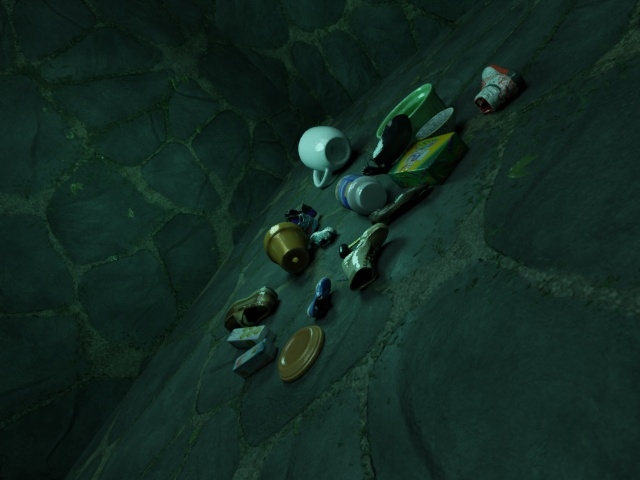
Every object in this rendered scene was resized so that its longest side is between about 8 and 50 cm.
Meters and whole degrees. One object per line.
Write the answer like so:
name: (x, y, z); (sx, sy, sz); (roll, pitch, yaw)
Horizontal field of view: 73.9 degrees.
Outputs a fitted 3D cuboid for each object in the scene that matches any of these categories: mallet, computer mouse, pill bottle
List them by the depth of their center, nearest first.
mallet: (0.144, -0.007, 1.591); (0.189, 0.039, 0.062); (-41, 22, 12)
computer mouse: (0.286, -0.355, 1.654); (0.072, 0.188, 0.272); (57, 143, 36)
pill bottle: (0.165, -0.185, 1.711); (0.152, 0.152, 0.272); (-49, 17, -1)

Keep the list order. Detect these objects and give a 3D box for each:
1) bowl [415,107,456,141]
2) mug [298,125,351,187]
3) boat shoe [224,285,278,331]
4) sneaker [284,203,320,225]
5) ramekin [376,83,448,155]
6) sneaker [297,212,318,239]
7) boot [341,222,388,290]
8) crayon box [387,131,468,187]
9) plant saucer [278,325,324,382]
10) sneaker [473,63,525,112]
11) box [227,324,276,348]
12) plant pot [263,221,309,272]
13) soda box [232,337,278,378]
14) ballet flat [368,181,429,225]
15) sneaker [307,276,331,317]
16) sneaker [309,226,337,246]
bowl: (0.452, -0.413, 1.610); (0.170, 0.080, 0.170); (-40, 18, 15)
mug: (0.034, -0.503, 2.582); (0.328, 0.276, 0.374); (-145, 65, -66)
boat shoe: (-0.323, 0.322, 1.879); (0.324, 0.122, 0.120); (-39, 23, 30)
sneaker: (-0.146, -0.092, 2.276); (0.293, 0.146, 0.102); (-40, 19, 25)
ramekin: (0.400, -0.503, 1.818); (0.303, 0.148, 0.303); (-43, 18, 18)
sneaker: (-0.124, -0.027, 2.119); (0.104, 0.125, 0.262); (-19, 34, 59)
boot: (0.155, 0.053, 1.363); (0.213, 0.077, 0.165); (-50, 16, 13)
crayon box: (0.376, -0.281, 1.521); (0.165, 0.081, 0.278); (-51, 17, -9)
plant saucer: (-0.068, 0.349, 1.342); (0.200, 0.037, 0.200); (-44, 18, 18)
sneaker: (0.597, -0.538, 1.514); (0.145, 0.090, 0.270); (-42, 21, 14)
box: (-0.285, 0.395, 1.724); (0.324, 0.063, 0.067); (-22, 31, 56)
plant pot: (-0.138, 0.047, 1.918); (0.205, 0.205, 0.188); (-46, 33, 8)
soda box: (-0.237, 0.429, 1.537); (0.183, 0.063, 0.058); (-39, 20, 28)
ballet flat: (0.278, -0.121, 1.481); (0.250, 0.058, 0.084); (-34, -13, 26)
sneaker: (0.010, 0.190, 1.444); (0.152, 0.058, 0.084); (-62, 16, -25)
sneaker: (0.000, 0.000, 1.877); (0.166, 0.065, 0.076); (-32, 28, 46)
